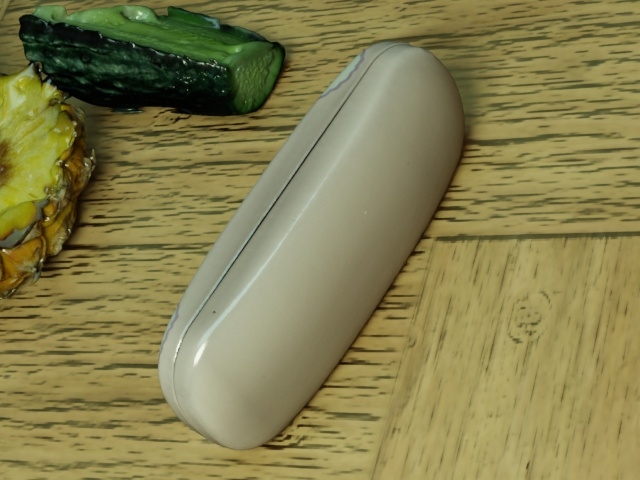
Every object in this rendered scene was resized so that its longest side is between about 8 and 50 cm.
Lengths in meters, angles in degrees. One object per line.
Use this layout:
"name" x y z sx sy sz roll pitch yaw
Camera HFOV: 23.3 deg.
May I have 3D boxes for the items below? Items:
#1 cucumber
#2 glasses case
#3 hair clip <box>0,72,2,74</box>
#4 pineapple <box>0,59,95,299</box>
"cucumber" -0.128 -0.138 1.217 0.193 0.085 0.115 11 18 31
"glasses case" 0.000 0.000 1.007 0.075 0.113 0.297 18 65 40
"hair clip" -0.319 -0.094 1.329 0.054 0.022 0.137 15 61 36
"pineapple" -0.255 -0.035 1.203 0.225 0.076 0.225 -19 51 25
